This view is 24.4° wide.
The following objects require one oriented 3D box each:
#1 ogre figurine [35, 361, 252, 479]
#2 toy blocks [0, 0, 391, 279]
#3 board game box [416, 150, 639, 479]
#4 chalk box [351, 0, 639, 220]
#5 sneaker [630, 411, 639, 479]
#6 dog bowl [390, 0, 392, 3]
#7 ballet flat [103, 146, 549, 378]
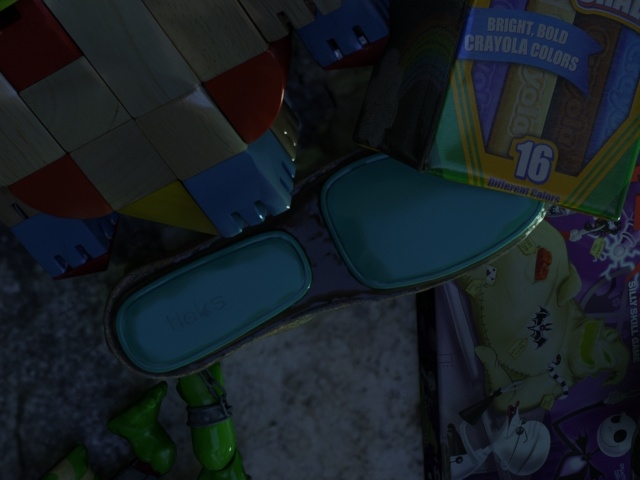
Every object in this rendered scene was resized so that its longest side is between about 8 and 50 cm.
[{"bbox_3d":[-0.125,0.182,1.047,0.197,0.097,0.118,-40,95,-17],"label":"ogre figurine"},{"bbox_3d":[-0.113,-0.108,0.884,0.381,0.191,0.261,-25,120,20],"label":"toy blocks"},{"bbox_3d":[0.176,0.045,1.110,0.208,0.056,0.347,-10,109,-17],"label":"board game box"},{"bbox_3d":[0.123,-0.136,0.876,0.132,0.132,0.213,14,97,-18],"label":"chalk box"},{"bbox_3d":[0.329,0.162,1.137,0.271,0.100,0.108,22,96,-37],"label":"sneaker"},{"bbox_3d":[0.108,-0.305,0.950,0.348,0.102,0.349,-4,107,-14],"label":"dog bowl"},{"bbox_3d":[0.000,0.000,1.010,0.316,0.106,0.107,-19,96,-3],"label":"ballet flat"}]
